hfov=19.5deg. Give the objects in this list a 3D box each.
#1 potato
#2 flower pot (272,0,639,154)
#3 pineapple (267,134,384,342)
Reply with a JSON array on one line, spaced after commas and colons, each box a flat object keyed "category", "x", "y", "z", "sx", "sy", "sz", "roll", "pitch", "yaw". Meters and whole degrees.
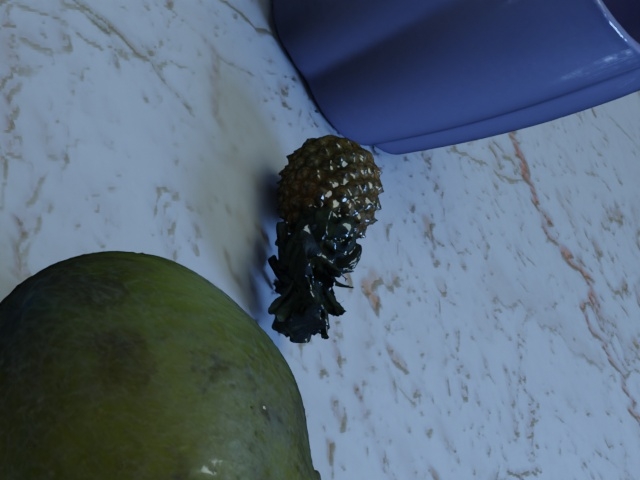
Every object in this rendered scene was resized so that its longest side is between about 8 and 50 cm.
[{"category": "potato", "x": -0.080, "y": 0.122, "z": 0.868, "sx": 0.174, "sy": 0.159, "sz": 0.251, "roll": 9, "pitch": 42, "yaw": -27}, {"category": "flower pot", "x": 0.109, "y": -0.192, "z": 1.365, "sx": 0.265, "sy": 0.243, "sz": 0.265, "roll": 37, "pitch": 40, "yaw": -38}, {"category": "pineapple", "x": 0.000, "y": 0.000, "z": 1.192, "sx": 0.074, "sy": 0.074, "sz": 0.159, "roll": 48, "pitch": 32, "yaw": -27}]
